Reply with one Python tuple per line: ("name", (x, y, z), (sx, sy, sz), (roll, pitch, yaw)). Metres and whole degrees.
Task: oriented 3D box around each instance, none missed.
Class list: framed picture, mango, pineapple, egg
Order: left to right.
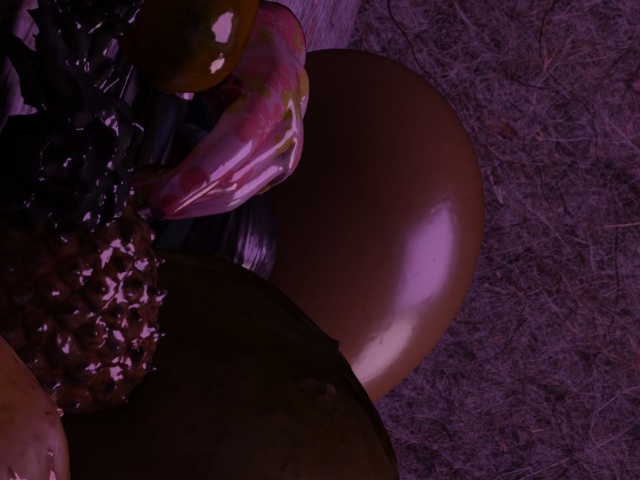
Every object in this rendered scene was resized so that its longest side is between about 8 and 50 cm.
("pineapple", (-0.128, -0.031, 0.859), (0.125, 0.125, 0.251), (-67, 168, -61))
("framed picture", (-0.126, -0.119, 1.245), (0.265, 0.016, 0.347), (96, 12, -76))
("mango", (-0.077, -0.143, 0.936), (0.115, 0.089, 0.165), (118, -31, -46))
("egg", (0.000, 0.000, 1.595), (0.301, 0.301, 0.374), (-56, 168, -81))

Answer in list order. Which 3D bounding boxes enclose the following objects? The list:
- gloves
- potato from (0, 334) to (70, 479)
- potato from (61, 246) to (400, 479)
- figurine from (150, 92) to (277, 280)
("gloves", (-0.070, -0.087, 1.220), (0.241, 0.126, 0.145), (-80, -170, -50))
("potato", (-0.176, 0.126, 0.611), (0.150, 0.146, 0.234), (6, 126, -45))
("potato", (-0.065, 0.150, 1.043), (0.219, 0.269, 0.359), (-48, -152, 2))
("figurine", (-0.079, -0.055, 1.401), (0.138, 0.110, 0.246), (55, 39, -57))
